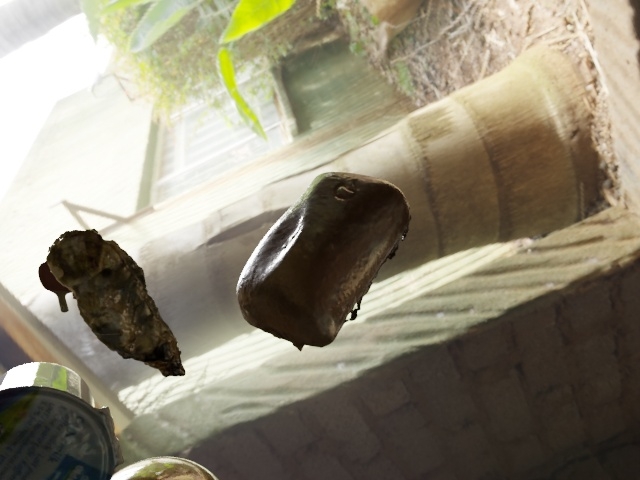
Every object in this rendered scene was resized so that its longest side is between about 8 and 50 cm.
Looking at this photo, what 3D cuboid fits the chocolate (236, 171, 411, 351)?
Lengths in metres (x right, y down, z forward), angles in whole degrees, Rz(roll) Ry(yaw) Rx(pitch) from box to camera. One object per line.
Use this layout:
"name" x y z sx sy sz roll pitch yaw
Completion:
"chocolate" 0.000 -0.001 0.717 0.261 0.161 0.083 -56 -38 -32

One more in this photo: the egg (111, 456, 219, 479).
"egg" -0.309 0.568 1.111 0.374 0.300 0.301 67 179 -77

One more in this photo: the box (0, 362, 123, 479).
"box" -0.474 0.303 0.920 0.291 0.263 0.206 31 178 -22

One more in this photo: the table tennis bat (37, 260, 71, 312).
"table tennis bat" -0.635 0.112 1.437 0.013 0.086 0.157 -86 -2 -57

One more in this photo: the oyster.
"oyster" -0.323 0.122 0.984 0.079 0.128 0.345 -110 -6 -60
